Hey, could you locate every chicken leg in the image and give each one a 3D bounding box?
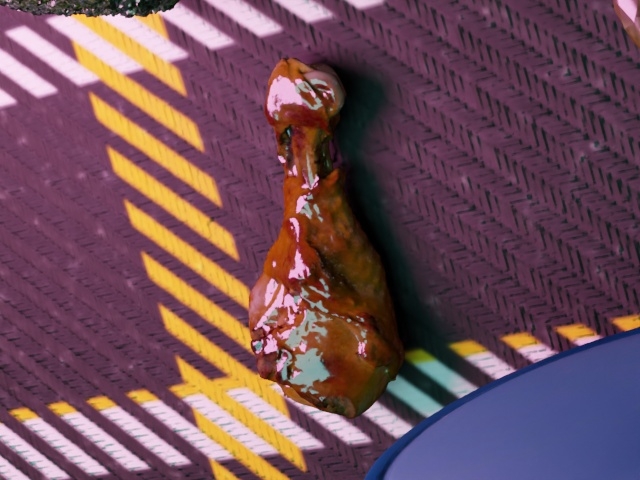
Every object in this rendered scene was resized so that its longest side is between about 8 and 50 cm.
[{"bbox_3d":[0.000,-0.001,1.297,0.107,0.087,0.251,-2,100,10],"label":"chicken leg"}]

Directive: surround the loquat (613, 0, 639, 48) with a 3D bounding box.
[{"bbox_3d":[0.273,-0.174,0.901,0.328,0.359,0.328,36,143,33],"label":"loquat"}]

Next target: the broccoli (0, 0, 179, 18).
[{"bbox_3d":[-0.132,-0.273,1.203,0.269,0.254,0.269,-7,75,26],"label":"broccoli"}]

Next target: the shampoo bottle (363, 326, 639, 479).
[{"bbox_3d":[0.232,0.249,1.090,0.331,0.331,0.343,-13,102,34],"label":"shampoo bottle"}]
